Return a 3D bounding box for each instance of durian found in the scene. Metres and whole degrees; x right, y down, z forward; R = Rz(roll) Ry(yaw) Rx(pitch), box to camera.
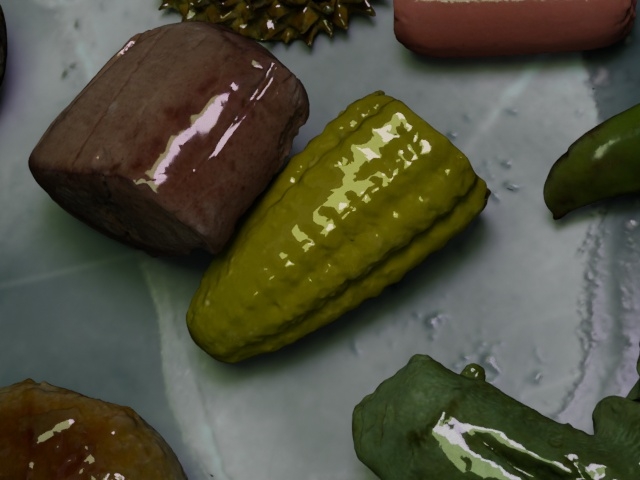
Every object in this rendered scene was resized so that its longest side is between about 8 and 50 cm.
[{"bbox_3d":[-0.062,-0.231,1.185,0.252,0.144,0.139,23,52,26],"label":"durian"}]

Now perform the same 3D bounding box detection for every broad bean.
[{"bbox_3d":[0.292,-0.091,1.062,0.339,0.061,0.077,-27,100,1],"label":"broad bean"}]

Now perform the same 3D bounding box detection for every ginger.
[{"bbox_3d":[0.162,0.119,0.994,0.290,0.089,0.137,-8,84,14],"label":"ginger"}]

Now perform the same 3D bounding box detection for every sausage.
[{"bbox_3d":[0.123,-0.148,1.126,0.154,0.062,0.062,-2,67,12],"label":"sausage"}]

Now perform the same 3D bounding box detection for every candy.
[{"bbox_3d":[0.000,0.000,1.076,0.199,0.094,0.106,-40,70,0],"label":"candy"}]

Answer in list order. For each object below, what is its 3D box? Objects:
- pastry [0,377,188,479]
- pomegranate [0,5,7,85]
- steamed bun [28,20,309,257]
[{"bbox_3d":[-0.172,0.176,1.036,0.182,0.093,0.192,10,70,19],"label":"pastry"},{"bbox_3d":[-0.281,-0.131,1.161,0.138,0.163,0.125,42,107,5],"label":"pomegranate"},{"bbox_3d":[-0.087,-0.062,1.096,0.145,0.106,0.175,-52,31,-18],"label":"steamed bun"}]
